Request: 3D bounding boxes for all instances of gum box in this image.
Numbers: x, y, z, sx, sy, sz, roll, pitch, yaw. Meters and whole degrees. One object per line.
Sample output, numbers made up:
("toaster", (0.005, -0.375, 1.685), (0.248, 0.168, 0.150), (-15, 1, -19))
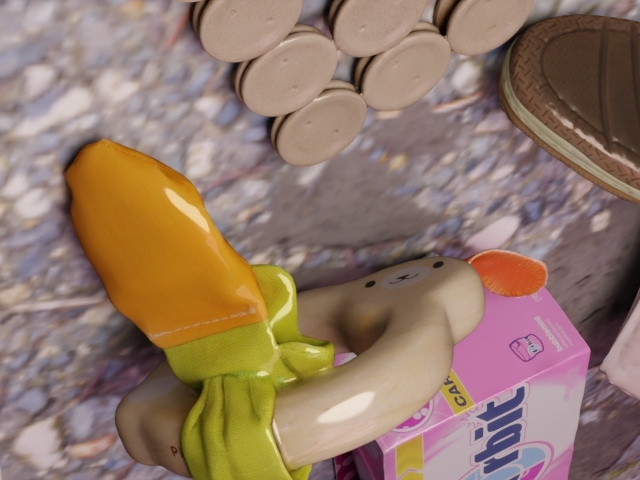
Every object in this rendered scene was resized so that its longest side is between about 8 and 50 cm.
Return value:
("gum box", (0.066, 0.101, 0.759), (0.107, 0.062, 0.188), (-25, 147, -13))

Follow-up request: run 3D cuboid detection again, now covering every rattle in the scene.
("rattle", (0.000, 0.000, 0.596), (0.200, 0.143, 0.130), (-32, -176, -32))

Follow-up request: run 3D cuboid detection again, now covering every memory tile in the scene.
("memory tile", (0.012, -0.087, 0.503), (0.113, 0.012, 0.148), (-34, 148, 2))

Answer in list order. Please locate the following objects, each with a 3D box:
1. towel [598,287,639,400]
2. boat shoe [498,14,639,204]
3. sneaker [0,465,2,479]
("towel", (0.322, 0.034, 0.667), (0.053, 0.332, 0.317), (-48, 163, -42))
("boat shoe", (0.147, -0.032, 0.616), (0.190, 0.068, 0.072), (21, 162, -18))
("sneaker", (-0.225, 0.115, 0.516), (0.217, 0.079, 0.121), (-40, 145, -4))
